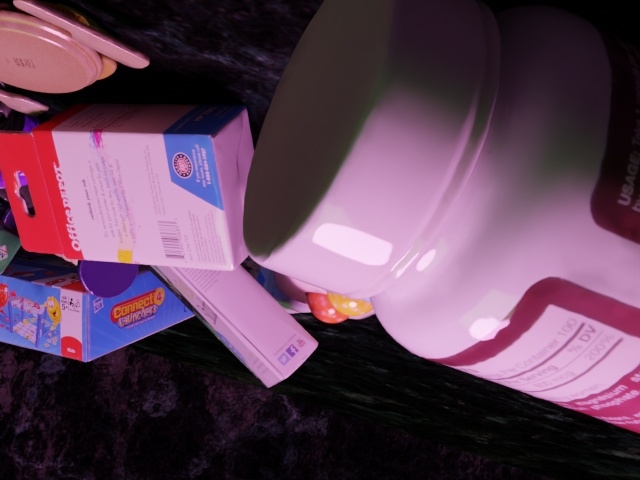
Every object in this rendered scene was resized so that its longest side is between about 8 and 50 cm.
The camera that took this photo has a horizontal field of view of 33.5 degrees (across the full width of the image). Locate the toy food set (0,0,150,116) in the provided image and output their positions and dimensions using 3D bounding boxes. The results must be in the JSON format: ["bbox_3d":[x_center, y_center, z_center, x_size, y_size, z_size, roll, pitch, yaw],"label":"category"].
[{"bbox_3d":[-0.234,-0.160,0.868,0.132,0.038,0.192,24,156,-38],"label":"toy food set"}]

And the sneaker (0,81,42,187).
[{"bbox_3d":[-0.333,-0.123,1.008,0.146,0.102,0.293,7,163,30],"label":"sneaker"}]

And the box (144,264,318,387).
[{"bbox_3d":[-0.145,0.029,1.168,0.322,0.058,0.232,46,168,3],"label":"box"}]

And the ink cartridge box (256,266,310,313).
[{"bbox_3d":[-0.027,0.042,1.319,0.052,0.088,0.122,23,164,-26],"label":"ink cartridge box"}]

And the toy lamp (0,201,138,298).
[{"bbox_3d":[-0.308,-0.001,1.242,0.080,0.080,0.275,29,172,-41],"label":"toy lamp"}]

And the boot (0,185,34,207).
[{"bbox_3d":[-0.419,-0.127,1.185,0.161,0.083,0.246,22,170,30],"label":"boot"}]

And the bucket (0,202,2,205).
[{"bbox_3d":[-0.576,0.032,1.683,0.281,0.183,0.281,14,165,4],"label":"bucket"}]

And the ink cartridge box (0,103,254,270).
[{"bbox_3d":[-0.175,-0.053,0.980,0.231,0.078,0.134,4,119,22],"label":"ink cartridge box"}]

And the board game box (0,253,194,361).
[{"bbox_3d":[-0.321,0.049,1.386,0.302,0.086,0.308,9,-165,26],"label":"board game box"}]

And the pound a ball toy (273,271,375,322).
[{"bbox_3d":[0.000,0.000,1.044,0.208,0.135,0.319,19,165,-10],"label":"pound a ball toy"}]

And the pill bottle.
[{"bbox_3d":[0.166,-0.008,0.661,0.392,0.224,0.224,22,164,-20],"label":"pill bottle"}]

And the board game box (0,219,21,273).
[{"bbox_3d":[-0.451,-0.079,0.977,0.213,0.046,0.317,32,180,36],"label":"board game box"}]
